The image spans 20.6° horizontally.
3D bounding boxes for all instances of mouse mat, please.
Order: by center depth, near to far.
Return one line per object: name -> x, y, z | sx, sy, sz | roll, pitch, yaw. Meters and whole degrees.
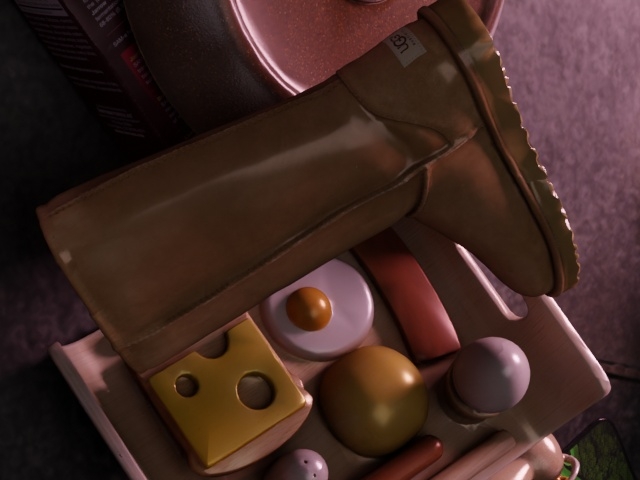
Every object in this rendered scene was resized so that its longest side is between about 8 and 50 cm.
mouse mat -> 0.210, 0.253, 1.405 | 0.152, 0.007, 0.190 | -39, 119, -22

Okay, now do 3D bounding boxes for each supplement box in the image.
supplement box -> -0.097, -0.140, 1.059 | 0.130, 0.073, 0.239 | -46, 123, -21

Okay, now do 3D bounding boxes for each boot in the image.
boot -> 0.000, 0.000, 1.044 | 0.269, 0.089, 0.236 | -30, 125, -2

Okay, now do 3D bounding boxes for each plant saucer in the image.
plant saucer -> 0.016, -0.187, 1.066 | 0.310, 0.050, 0.311 | -7, 101, -39

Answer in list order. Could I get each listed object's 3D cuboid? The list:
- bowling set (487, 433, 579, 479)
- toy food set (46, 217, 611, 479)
bowling set -> 0.093, 0.212, 1.239 | 0.287, 0.200, 0.154 | 44, 58, 4
toy food set -> 0.009, 0.084, 1.104 | 0.306, 0.092, 0.220 | -31, 81, -27
